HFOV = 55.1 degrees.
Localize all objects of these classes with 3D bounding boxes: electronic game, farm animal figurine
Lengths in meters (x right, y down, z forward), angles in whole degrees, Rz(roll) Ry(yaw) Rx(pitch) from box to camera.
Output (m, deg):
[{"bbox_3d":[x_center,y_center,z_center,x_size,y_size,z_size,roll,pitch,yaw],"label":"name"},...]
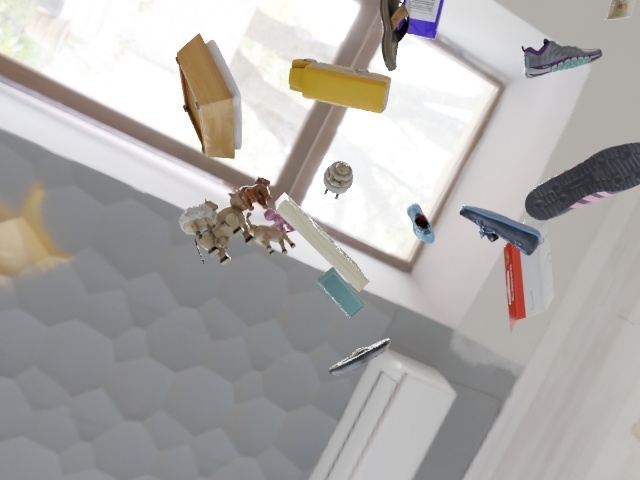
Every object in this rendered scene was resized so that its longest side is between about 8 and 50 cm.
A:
[{"bbox_3d":[0.129,0.382,2.023,0.229,0.048,0.229,-27,171,-4],"label":"electronic game"},{"bbox_3d":[-0.243,-0.060,1.867,0.172,0.326,0.330,55,-10,35],"label":"farm animal figurine"}]

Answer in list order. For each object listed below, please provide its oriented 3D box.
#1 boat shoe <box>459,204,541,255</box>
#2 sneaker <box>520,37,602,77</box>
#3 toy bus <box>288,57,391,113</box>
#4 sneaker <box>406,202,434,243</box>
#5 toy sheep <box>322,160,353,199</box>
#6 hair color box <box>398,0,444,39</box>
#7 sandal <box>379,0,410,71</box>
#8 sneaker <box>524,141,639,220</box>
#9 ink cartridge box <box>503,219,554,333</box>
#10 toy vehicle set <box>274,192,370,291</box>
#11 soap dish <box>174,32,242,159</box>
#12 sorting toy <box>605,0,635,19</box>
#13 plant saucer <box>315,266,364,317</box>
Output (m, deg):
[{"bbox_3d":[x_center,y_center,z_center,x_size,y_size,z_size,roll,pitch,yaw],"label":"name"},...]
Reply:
[{"bbox_3d":[0.529,-0.031,1.853,0.258,0.109,0.089,29,-67,33],"label":"boat shoe"},{"bbox_3d":[0.673,-0.525,1.708,0.083,0.223,0.098,-128,-156,-82],"label":"sneaker"},{"bbox_3d":[0.054,-0.495,1.958,0.130,0.332,0.108,-55,156,-59],"label":"toy bus"},{"bbox_3d":[0.329,-0.043,1.991,0.063,0.162,0.073,-32,-146,7],"label":"sneaker"},{"bbox_3d":[0.045,-0.161,1.626,0.132,0.091,0.091,122,-15,-58],"label":"toy sheep"},{"bbox_3d":[0.266,-0.662,1.593,0.339,0.109,0.185,-81,-178,-57],"label":"hair color box"},{"bbox_3d":[0.176,-0.499,1.418,0.060,0.090,0.220,-3,-105,25],"label":"sandal"},{"bbox_3d":[0.655,-0.146,1.485,0.318,0.112,0.131,-22,175,26],"label":"sneaker"},{"bbox_3d":[0.731,0.116,2.141,0.385,0.091,0.309,-29,114,-57],"label":"ink cartridge box"},{"bbox_3d":[0.000,0.000,1.433,0.035,0.267,0.166,-45,-169,3],"label":"toy vehicle set"},{"bbox_3d":[-0.304,-0.381,1.684,0.291,0.118,0.229,104,-37,-65],"label":"soap dish"},{"bbox_3d":[0.904,-0.698,1.832,0.075,0.044,0.083,-130,-140,-55],"label":"sorting toy"},{"bbox_3d":[0.063,0.158,1.813,0.067,0.192,0.018,-41,-146,-1],"label":"plant saucer"}]
